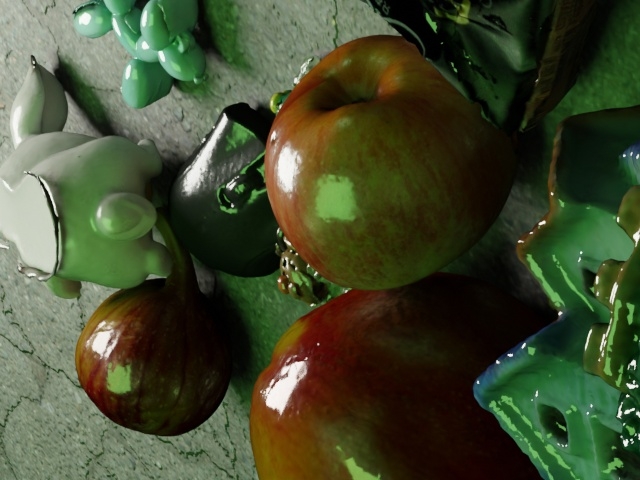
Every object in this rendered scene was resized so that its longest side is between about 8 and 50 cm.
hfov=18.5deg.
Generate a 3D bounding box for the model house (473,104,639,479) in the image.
[{"bbox_3d":[0.221,0.038,1.380,0.329,0.251,0.295,32,144,47],"label":"model house"}]

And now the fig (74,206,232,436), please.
[{"bbox_3d":[-0.165,0.097,2.070,0.175,0.175,0.207,40,116,29],"label":"fig"}]

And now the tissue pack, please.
[{"bbox_3d":[0.097,-0.230,1.365,0.245,0.123,0.332,52,166,16],"label":"tissue pack"}]

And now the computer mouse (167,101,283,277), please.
[{"bbox_3d":[-0.087,-0.031,1.906,0.147,0.088,0.264,54,146,5],"label":"computer mouse"}]

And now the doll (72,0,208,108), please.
[{"bbox_3d":[-0.166,-0.199,1.895,0.159,0.059,0.158,54,149,12],"label":"doll"}]

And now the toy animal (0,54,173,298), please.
[{"bbox_3d":[-0.263,-0.053,2.044,0.325,0.154,0.209,49,136,43],"label":"toy animal"}]

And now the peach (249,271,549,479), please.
[{"bbox_3d":[0.106,0.179,1.604,0.332,0.307,0.308,32,140,36],"label":"peach"}]

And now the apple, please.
[{"bbox_3d":[0.054,-0.066,1.553,0.209,0.209,0.164,14,141,50],"label":"apple"}]

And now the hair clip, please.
[{"bbox_3d":[-0.002,0.000,1.761,0.138,0.091,0.321,-116,12,-67],"label":"hair clip"}]
